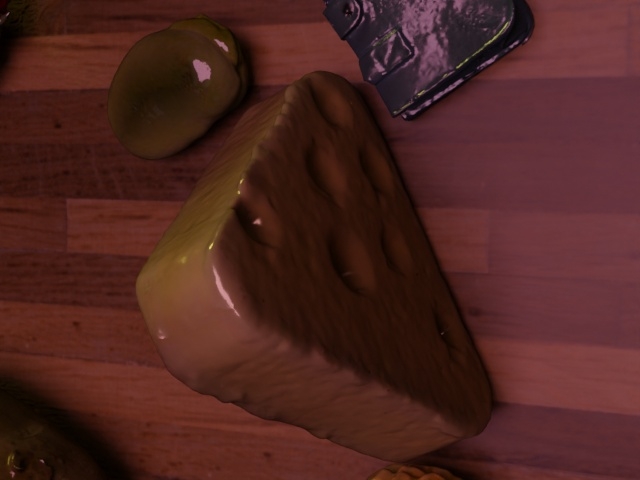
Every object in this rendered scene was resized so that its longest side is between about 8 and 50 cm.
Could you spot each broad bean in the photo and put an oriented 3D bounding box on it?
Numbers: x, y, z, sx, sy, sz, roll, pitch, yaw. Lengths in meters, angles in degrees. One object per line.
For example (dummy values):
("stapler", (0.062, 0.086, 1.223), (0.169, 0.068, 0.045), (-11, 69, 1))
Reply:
("broad bean", (-0.154, -0.162, 1.084), (0.174, 0.082, 0.124), (-24, 86, 22))

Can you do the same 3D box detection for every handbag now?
("handbag", (0.075, -0.248, 0.990), (0.179, 0.062, 0.229), (-33, 80, 22))

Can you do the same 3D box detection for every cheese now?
("cheese", (-0.001, 0.000, 0.941), (0.104, 0.384, 0.384), (-27, 83, 30))

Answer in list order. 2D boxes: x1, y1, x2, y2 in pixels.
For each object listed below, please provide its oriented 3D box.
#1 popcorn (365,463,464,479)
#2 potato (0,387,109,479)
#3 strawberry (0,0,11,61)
("popcorn", (0.095, 0.302, 0.980), (0.180, 0.180, 0.170), (12, 73, 22))
("potato", (-0.394, 0.279, 1.149), (0.359, 0.219, 0.270), (6, 105, 16))
("strawberry", (-0.469, -0.266, 1.178), (0.228, 0.098, 0.174), (31, 105, -5))
